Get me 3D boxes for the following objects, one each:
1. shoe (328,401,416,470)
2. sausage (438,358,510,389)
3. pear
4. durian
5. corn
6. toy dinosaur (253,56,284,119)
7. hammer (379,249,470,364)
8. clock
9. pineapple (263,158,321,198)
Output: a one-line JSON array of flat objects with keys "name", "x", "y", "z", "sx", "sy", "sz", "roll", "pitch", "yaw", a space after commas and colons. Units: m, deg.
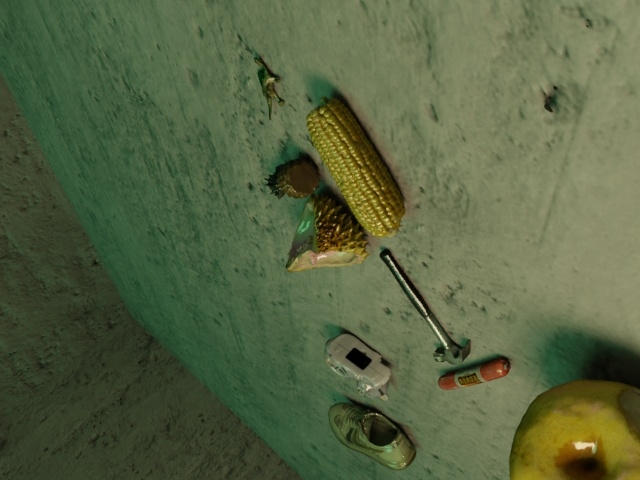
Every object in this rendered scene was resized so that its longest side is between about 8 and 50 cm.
[{"name": "shoe", "x": 0.121, "y": 0.484, "z": 1.726, "sx": 0.274, "sy": 0.103, "sz": 0.098, "roll": 16, "pitch": 139, "yaw": 41}, {"name": "sausage", "x": 0.272, "y": 0.243, "z": 1.205, "sx": 0.034, "sy": 0.034, "sz": 0.253, "roll": 47, "pitch": 155, "yaw": 3}, {"name": "pear", "x": 0.377, "y": 0.315, "z": 0.876, "sx": 0.271, "sy": 0.271, "sz": 0.271, "roll": 38, "pitch": 153, "yaw": 23}, {"name": "durian", "x": -0.001, "y": -0.002, "z": 1.188, "sx": 0.165, "sy": 0.132, "sz": 0.182, "roll": 44, "pitch": 160, "yaw": 29}, {"name": "corn", "x": 0.056, "y": -0.105, "z": 1.005, "sx": 0.080, "sy": 0.080, "sz": 0.238, "roll": -1, "pitch": 126, "yaw": 59}, {"name": "toy dinosaur", "x": -0.087, "y": -0.249, "z": 1.110, "sx": 0.060, "sy": 0.029, "sz": 0.120, "roll": 55, "pitch": 166, "yaw": 27}, {"name": "hammer", "x": 0.181, "y": 0.118, "z": 1.183, "sx": 0.246, "sy": 0.029, "sz": 0.103, "roll": 56, "pitch": 155, "yaw": -11}, {"name": "clock", "x": 0.084, "y": 0.291, "z": 1.527, "sx": 0.176, "sy": 0.080, "sz": 0.117, "roll": 33, "pitch": 152, "yaw": 28}, {"name": "pineapple", "x": -0.058, "y": -0.107, "z": 1.211, "sx": 0.074, "sy": 0.074, "sz": 0.159, "roll": 55, "pitch": 163, "yaw": -13}]
